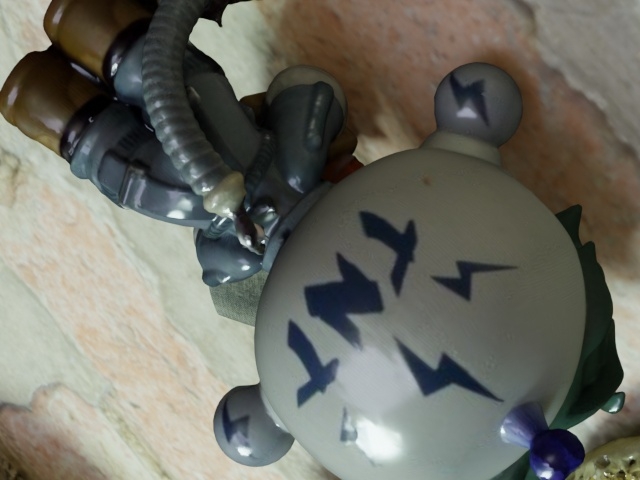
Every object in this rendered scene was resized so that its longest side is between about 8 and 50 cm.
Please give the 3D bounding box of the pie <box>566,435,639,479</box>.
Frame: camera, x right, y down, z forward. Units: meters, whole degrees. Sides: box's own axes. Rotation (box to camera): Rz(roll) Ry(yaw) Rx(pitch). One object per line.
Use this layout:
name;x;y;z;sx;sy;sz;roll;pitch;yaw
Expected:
pie;0.253;0.223;0.886;0.274;0.055;0.274;18;129;24

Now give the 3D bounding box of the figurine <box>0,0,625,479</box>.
figurine;-0.001;0.003;0.824;0.382;0.186;0.261;39;117;17

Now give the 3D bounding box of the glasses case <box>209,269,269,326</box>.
glasses case;0.019;0.040;0.955;0.205;0.047;0.071;17;129;33
